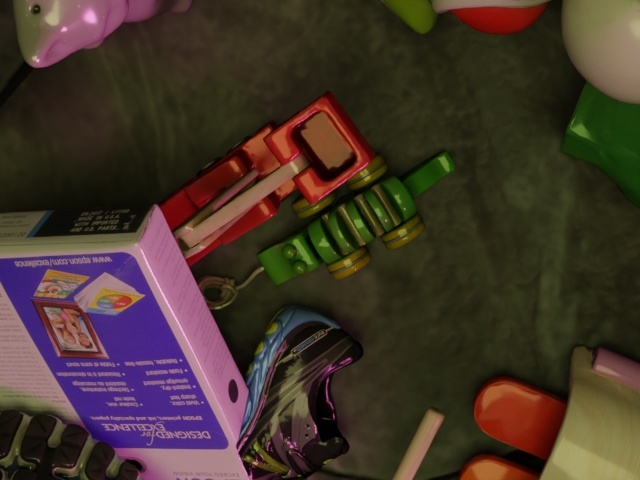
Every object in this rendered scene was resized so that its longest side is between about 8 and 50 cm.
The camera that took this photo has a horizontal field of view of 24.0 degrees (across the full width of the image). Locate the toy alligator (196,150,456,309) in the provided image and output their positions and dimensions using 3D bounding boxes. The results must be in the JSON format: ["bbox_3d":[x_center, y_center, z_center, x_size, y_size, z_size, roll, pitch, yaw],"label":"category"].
[{"bbox_3d":[0.000,0.000,0.938,0.190,0.051,0.056,-29,99,10],"label":"toy alligator"}]

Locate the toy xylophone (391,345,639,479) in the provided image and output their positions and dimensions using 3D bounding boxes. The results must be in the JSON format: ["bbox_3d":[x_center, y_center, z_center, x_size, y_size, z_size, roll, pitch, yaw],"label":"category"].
[{"bbox_3d":[0.131,0.215,0.961,0.236,0.081,0.322,30,103,-3],"label":"toy xylophone"}]

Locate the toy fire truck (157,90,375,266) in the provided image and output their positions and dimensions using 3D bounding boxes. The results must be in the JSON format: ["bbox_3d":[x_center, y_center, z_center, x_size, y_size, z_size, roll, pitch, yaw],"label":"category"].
[{"bbox_3d":[-0.056,-0.020,0.894,0.192,0.135,0.047,-35,98,11],"label":"toy fire truck"}]

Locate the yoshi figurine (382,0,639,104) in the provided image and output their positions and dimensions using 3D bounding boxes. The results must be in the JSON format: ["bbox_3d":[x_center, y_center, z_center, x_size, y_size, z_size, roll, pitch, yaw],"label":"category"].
[{"bbox_3d":[0.120,-0.187,0.764,0.362,0.203,0.203,29,98,16],"label":"yoshi figurine"}]

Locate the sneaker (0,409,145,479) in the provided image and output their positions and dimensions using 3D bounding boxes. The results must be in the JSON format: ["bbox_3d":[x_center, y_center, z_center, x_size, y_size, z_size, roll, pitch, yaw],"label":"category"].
[{"bbox_3d":[-0.230,0.182,0.956,0.330,0.129,0.147,15,147,16],"label":"sneaker"}]

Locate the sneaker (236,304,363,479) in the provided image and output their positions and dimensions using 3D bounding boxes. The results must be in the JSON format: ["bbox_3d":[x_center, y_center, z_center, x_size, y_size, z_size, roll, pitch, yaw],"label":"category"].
[{"bbox_3d":[-0.025,0.136,0.963,0.078,0.067,0.188,21,100,5],"label":"sneaker"}]

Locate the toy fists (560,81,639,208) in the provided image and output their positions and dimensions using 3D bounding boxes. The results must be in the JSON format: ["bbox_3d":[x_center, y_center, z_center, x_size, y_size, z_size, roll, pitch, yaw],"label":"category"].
[{"bbox_3d":[0.257,-0.137,0.867,0.142,0.096,0.279,27,103,14],"label":"toy fists"}]

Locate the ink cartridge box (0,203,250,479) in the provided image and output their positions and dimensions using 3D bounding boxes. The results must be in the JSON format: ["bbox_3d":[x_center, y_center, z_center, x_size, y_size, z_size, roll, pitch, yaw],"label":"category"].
[{"bbox_3d":[-0.154,0.073,0.922,0.206,0.045,0.208,-2,127,26],"label":"ink cartridge box"}]

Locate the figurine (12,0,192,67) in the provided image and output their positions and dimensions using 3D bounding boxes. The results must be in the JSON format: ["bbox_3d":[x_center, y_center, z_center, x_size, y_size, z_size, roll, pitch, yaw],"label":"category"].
[{"bbox_3d":[-0.123,-0.201,0.820,0.092,0.209,0.214,6,103,3],"label":"figurine"}]
